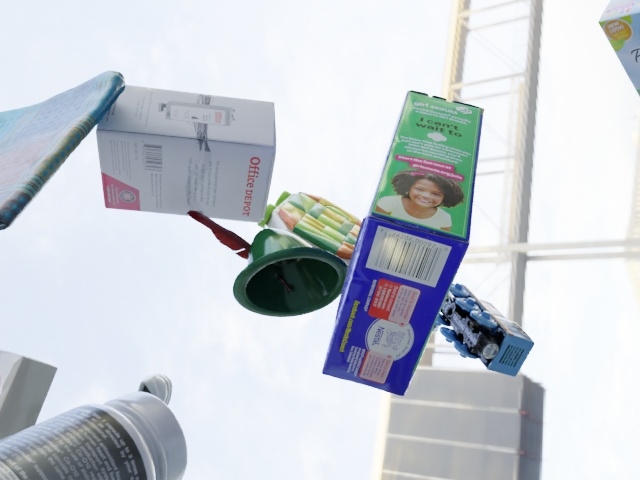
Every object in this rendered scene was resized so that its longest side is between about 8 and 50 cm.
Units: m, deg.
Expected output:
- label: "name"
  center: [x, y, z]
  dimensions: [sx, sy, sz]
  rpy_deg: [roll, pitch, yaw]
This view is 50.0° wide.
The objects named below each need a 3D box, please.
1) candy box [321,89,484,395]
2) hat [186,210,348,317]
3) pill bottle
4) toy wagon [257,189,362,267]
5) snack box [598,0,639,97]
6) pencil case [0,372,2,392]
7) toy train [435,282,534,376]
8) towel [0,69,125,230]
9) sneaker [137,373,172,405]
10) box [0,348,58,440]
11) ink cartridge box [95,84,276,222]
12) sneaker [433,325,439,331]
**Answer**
- label: "candy box"
  center: [0.112, -0.006, 0.906]
  dimensions: [0.317, 0.122, 0.268]
  rpy_deg: [-71, -3, -50]
- label: "hat"
  center: [-0.071, -0.001, 1.086]
  dimensions: [0.208, 0.173, 0.183]
  rpy_deg: [18, -139, -35]
- label: "pill bottle"
  center: [-0.289, 0.280, 0.766]
  dimensions: [0.283, 0.161, 0.161]
  rpy_deg: [-16, -80, -59]
- label: "toy wagon"
  center: [0.000, 0.000, 1.448]
  dimensions: [0.068, 0.267, 0.344]
  rpy_deg: [-61, -3, 21]
- label: "snack box"
  center: [0.504, -0.256, 0.925]
  dimensions: [0.207, 0.174, 0.070]
  rpy_deg: [45, -113, -29]
- label: "pencil case"
  center: [-0.666, 0.267, 1.006]
  dimensions: [0.386, 0.167, 0.160]
  rpy_deg: [-33, -43, -5]
- label: "toy train"
  center: [0.239, 0.130, 1.048]
  dimensions: [0.105, 0.184, 0.080]
  rpy_deg: [21, -75, -21]
- label: "towel"
  center: [-0.449, -0.115, 0.971]
  dimensions: [0.370, 0.271, 0.040]
  rpy_deg: [-75, -35, -50]
- label: "sneaker"
  center: [-0.334, 0.360, 1.294]
  dimensions: [0.094, 0.080, 0.212]
  rpy_deg: [31, -120, -77]
- label: "box"
  center: [-0.638, 0.363, 1.364]
  dimensions: [0.094, 0.113, 0.275]
  rpy_deg: [40, -119, -50]
- label: "ink cartridge box"
  center: [-0.226, -0.143, 1.183]
  dimensions: [0.207, 0.283, 0.117]
  rpy_deg: [107, 165, -52]
- label: "sneaker"
  center: [0.236, 0.148, 1.574]
  dimensions: [0.082, 0.069, 0.209]
  rpy_deg: [-55, -40, -1]
